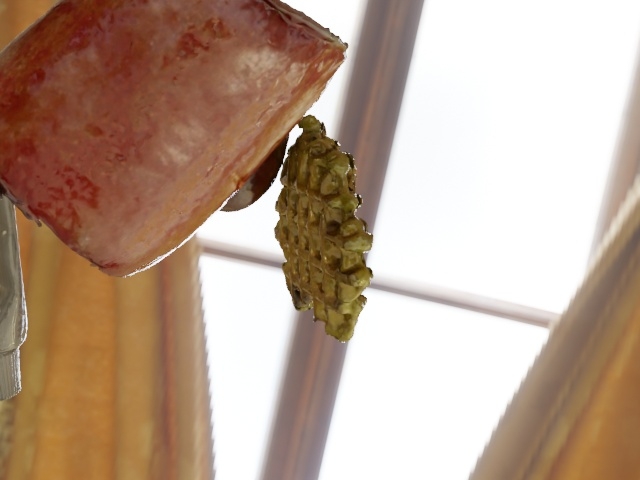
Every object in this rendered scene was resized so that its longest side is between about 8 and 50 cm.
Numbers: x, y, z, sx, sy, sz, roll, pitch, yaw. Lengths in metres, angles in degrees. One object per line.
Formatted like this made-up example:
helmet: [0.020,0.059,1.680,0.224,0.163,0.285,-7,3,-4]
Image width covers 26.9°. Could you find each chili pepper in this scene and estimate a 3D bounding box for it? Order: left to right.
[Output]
chili pepper: [-0.154,-0.145,1.249,0.251,0.305,0.229,42,-170,-11]

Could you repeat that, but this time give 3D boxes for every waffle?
waffle: [-0.002,0.000,1.599,0.051,0.291,0.291,-5,-170,-19]

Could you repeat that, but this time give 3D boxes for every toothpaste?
toothpaste: [-0.346,0.032,1.374,0.099,0.282,0.068,0,-162,5]

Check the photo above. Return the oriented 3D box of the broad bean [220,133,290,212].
broad bean: [-0.122,-0.148,1.612,0.156,0.228,0.122,-18,-174,15]
